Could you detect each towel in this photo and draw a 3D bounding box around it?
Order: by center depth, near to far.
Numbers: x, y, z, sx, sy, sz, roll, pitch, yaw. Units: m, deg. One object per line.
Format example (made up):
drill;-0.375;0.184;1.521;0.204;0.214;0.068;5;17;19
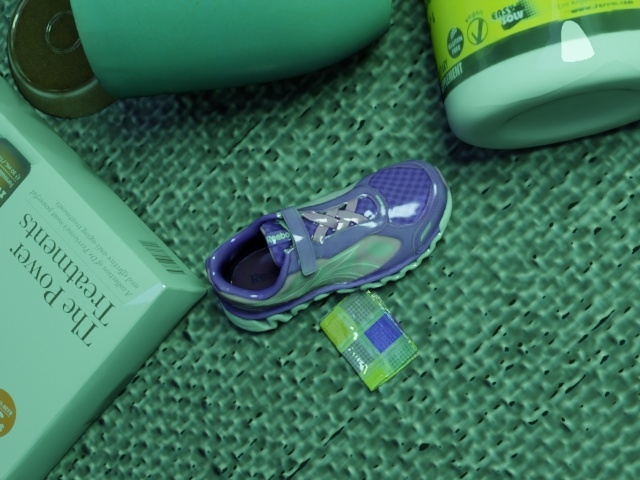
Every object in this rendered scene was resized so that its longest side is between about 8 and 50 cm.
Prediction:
towel;0.042;0.086;0.804;0.060;0.009;0.083;-40;74;9

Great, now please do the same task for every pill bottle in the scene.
pill bottle;0.164;-0.255;0.711;0.187;0.188;0.334;-12;80;16

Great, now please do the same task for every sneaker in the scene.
sneaker;0.000;0.000;0.774;0.236;0.104;0.095;-28;65;11

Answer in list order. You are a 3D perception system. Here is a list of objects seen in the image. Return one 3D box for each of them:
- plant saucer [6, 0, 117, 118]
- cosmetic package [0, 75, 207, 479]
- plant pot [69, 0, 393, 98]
plant saucer;-0.257;-0.211;0.923;0.168;0.029;0.169;-2;83;18
cosmetic package;-0.339;0.026;0.888;0.377;0.097;0.284;43;100;17
plant pot;-0.056;-0.263;0.740;0.235;0.293;0.293;1;84;3
